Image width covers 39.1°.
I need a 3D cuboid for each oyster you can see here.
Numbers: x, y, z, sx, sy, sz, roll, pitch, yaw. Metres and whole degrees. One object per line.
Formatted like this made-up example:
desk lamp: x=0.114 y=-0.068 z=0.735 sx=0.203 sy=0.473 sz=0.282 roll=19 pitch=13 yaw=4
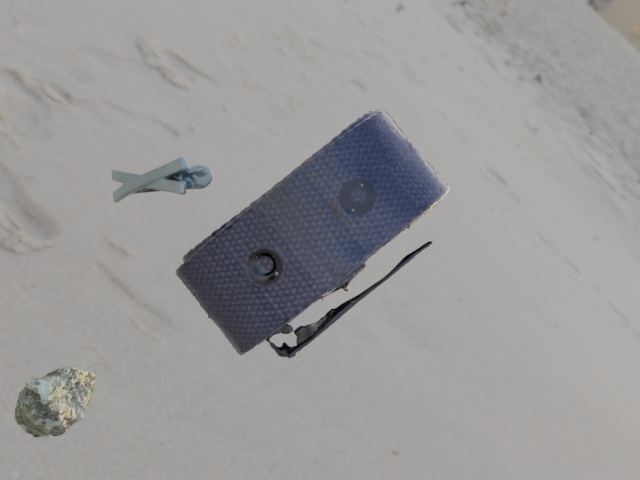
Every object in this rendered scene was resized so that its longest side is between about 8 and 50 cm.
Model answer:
oyster: x=-0.397 y=0.242 z=1.354 sx=0.064 sy=0.125 sz=0.177 roll=25 pitch=7 yaw=21

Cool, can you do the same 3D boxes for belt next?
belt: x=0.000 y=0.000 z=0.773 sx=0.126 sy=0.230 sz=0.139 roll=51 pitch=0 yaw=0

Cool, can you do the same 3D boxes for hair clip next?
hair clip: x=-0.140 y=-0.050 z=0.772 sx=0.039 sy=0.115 sz=0.030 roll=8 pitch=83 yaw=-47
